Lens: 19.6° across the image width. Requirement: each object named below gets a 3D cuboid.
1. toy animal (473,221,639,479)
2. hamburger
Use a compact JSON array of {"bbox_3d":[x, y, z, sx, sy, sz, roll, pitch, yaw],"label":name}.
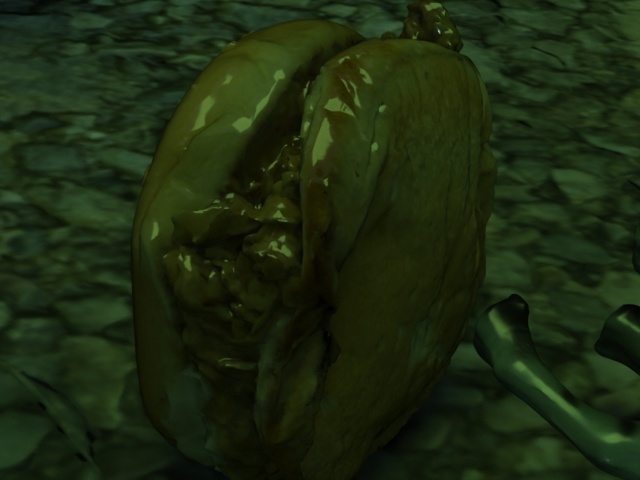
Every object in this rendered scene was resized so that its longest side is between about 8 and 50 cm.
[{"bbox_3d":[0.150,0.052,0.564,0.255,0.090,0.170,-18,38,-32],"label":"toy animal"},{"bbox_3d":[0.000,0.000,0.578,0.083,0.138,0.147,18,36,21],"label":"hamburger"}]
